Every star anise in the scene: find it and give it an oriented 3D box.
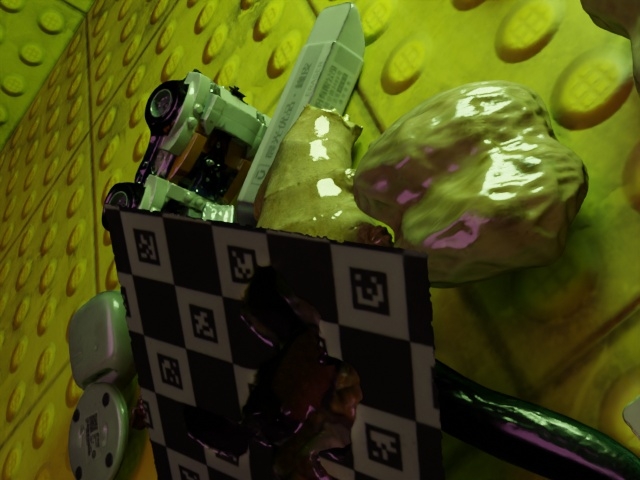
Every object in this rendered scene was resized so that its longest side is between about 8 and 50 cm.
[{"bbox_3d":[-0.222,0.176,1.045,0.097,0.070,0.191,-29,46,43],"label":"star anise"}]

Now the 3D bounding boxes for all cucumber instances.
[{"bbox_3d":[0.127,0.134,0.584,0.284,0.056,0.056,23,87,40],"label":"cucumber"}]

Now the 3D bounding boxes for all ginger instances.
[{"bbox_3d":[-0.010,0.018,0.841,0.376,0.166,0.236,-88,23,-56],"label":"ginger"}]

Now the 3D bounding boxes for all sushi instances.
[{"bbox_3d":[-0.031,0.138,0.656,0.359,0.064,0.343,8,113,38],"label":"sushi"}]

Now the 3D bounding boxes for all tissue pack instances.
[{"bbox_3d":[-0.134,0.043,0.956,0.156,0.051,0.112,97,176,-55],"label":"tissue pack"}]

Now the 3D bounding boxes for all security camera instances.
[{"bbox_3d":[-0.325,0.228,1.144,0.157,0.080,0.302,-31,56,36],"label":"security camera"}]

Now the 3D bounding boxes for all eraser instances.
[{"bbox_3d":[-0.026,-0.145,0.992,0.089,0.061,0.352,14,80,55],"label":"eraser"}]

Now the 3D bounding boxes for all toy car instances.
[{"bbox_3d":[-0.177,-0.073,1.045,0.118,0.193,0.301,16,82,41],"label":"toy car"}]

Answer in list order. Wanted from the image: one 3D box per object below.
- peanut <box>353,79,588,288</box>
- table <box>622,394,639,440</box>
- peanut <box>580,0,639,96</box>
[{"bbox_3d":[0.131,-0.051,0.662,0.196,0.110,0.233,-27,47,5],"label":"peanut"},{"bbox_3d":[0.246,0.112,0.450,0.079,0.083,0.062,-49,38,20],"label":"table"},{"bbox_3d":[0.281,-0.163,0.564,0.125,0.111,0.275,-60,28,34],"label":"peanut"}]
